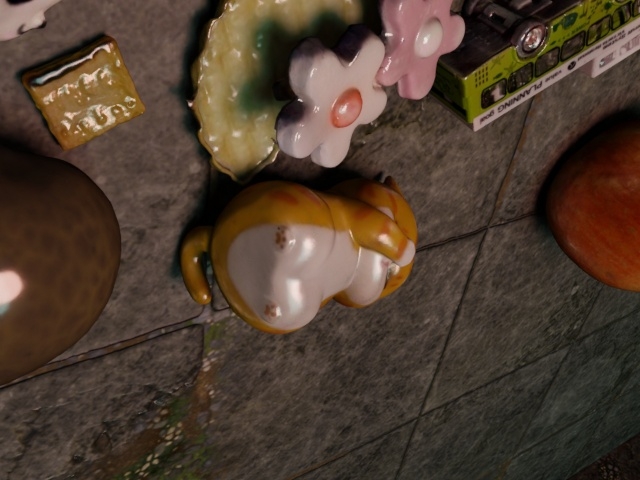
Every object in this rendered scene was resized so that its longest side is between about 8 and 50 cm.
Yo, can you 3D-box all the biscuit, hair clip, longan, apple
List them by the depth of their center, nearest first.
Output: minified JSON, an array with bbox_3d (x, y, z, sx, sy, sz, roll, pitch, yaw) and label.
[{"bbox_3d":[-0.263,0.016,0.511,0.212,0.198,0.198,-13,135,-53],"label":"longan"},{"bbox_3d":[-0.199,-0.124,0.564,0.083,0.018,0.081,-31,140,-13],"label":"biscuit"},{"bbox_3d":[-0.026,-0.191,0.637,0.273,0.036,0.187,-40,142,-3],"label":"biscuit"},{"bbox_3d":[0.049,-0.170,0.639,0.257,0.075,0.146,-35,137,-16],"label":"hair clip"},{"bbox_3d":[0.540,-0.047,1.068,0.301,0.301,0.301,-23,138,-23],"label":"apple"}]

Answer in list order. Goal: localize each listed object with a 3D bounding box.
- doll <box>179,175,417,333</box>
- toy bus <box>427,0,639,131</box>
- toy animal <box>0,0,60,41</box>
[{"bbox_3d":[0.002,0.008,0.745,0.269,0.162,0.166,-2,119,-37],"label":"doll"},{"bbox_3d":[0.262,-0.245,0.779,0.302,0.113,0.139,-31,140,-10],"label":"toy bus"},{"bbox_3d":[-0.229,-0.173,0.385,0.179,0.166,0.138,-22,106,-23],"label":"toy animal"}]
